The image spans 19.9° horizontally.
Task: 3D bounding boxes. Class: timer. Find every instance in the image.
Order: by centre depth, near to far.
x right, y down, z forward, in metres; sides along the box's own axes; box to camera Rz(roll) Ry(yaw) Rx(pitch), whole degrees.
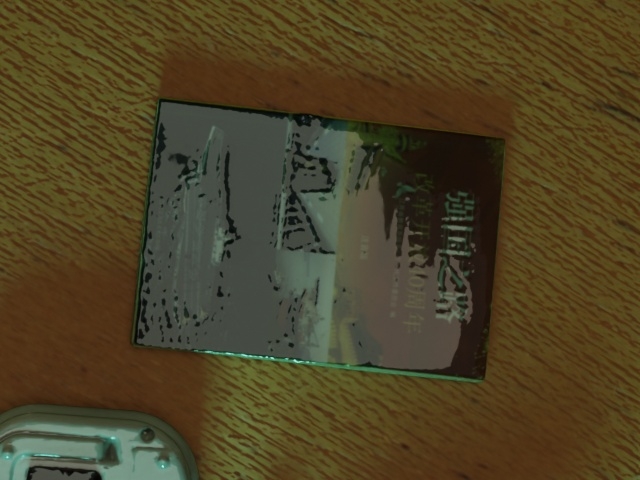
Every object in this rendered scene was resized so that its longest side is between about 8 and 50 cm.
[{"bbox_3d":[-0.242,0.296,1.803,0.237,0.087,0.262,5,83,-6],"label":"timer"}]

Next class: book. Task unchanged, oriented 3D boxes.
[{"bbox_3d":[0.000,0.000,1.897,0.374,0.028,0.263,6,82,-6],"label":"book"}]
